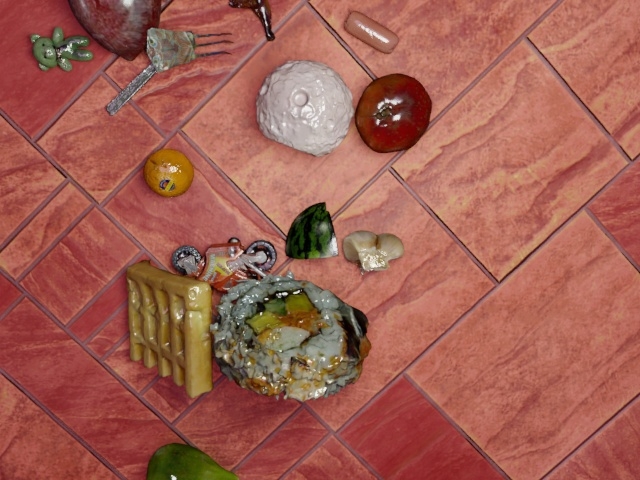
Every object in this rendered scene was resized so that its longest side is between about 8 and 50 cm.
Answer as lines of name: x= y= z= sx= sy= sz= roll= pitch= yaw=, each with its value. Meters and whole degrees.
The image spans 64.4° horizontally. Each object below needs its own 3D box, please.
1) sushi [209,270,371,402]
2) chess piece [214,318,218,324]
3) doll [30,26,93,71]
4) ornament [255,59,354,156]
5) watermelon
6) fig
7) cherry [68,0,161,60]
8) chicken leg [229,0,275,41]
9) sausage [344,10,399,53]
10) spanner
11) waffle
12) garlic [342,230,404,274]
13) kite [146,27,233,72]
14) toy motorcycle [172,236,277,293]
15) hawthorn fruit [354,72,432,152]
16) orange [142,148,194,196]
sushi: x=-0.082 y=0.243 z=1.289 sx=0.418 sy=0.417 sz=0.175 roll=8 pitch=117 yaw=-3
chess piece: x=-0.274 y=0.257 z=1.501 sx=0.084 sy=0.038 sz=0.083 roll=-1 pitch=98 yaw=-4
doll: x=-0.698 y=-0.515 z=1.368 sx=0.150 sy=0.077 sz=0.115 roll=-13 pitch=109 yaw=-11
ornament: x=-0.037 y=-0.345 z=1.317 sx=0.259 sy=0.259 sz=0.225 roll=19 pitch=98 yaw=-4
watermelon: x=-0.015 y=-0.009 z=1.420 sx=0.137 sy=0.145 sz=0.193 roll=34 pitch=95 yaw=-10
fig: x=-0.372 y=0.701 z=1.501 sx=0.275 sy=0.206 sz=0.206 roll=4 pitch=98 yaw=-16
cherry: x=-0.520 y=-0.611 z=1.294 sx=0.230 sy=0.203 sz=0.300 roll=-10 pitch=120 yaw=-7
chicken leg: x=-0.185 y=-0.640 z=1.375 sx=0.205 sy=0.053 sz=0.093 roll=44 pitch=118 yaw=0
sausage: x=0.140 y=-0.566 z=1.387 sx=0.154 sy=0.062 sz=0.062 roll=28 pitch=96 yaw=-5
spanner: x=-0.471 y=-0.463 z=1.403 sx=0.325 sy=0.026 sz=0.093 roll=-42 pitch=98 yaw=6
waffle: x=-0.415 y=0.223 z=1.374 sx=0.348 sy=0.077 sz=0.304 roll=11 pitch=106 yaw=40
garlic: x=0.153 y=0.031 z=1.461 sx=0.175 sy=0.099 sz=0.124 roll=-2 pitch=79 yaw=-6
kite: x=-0.347 y=-0.514 z=1.362 sx=0.229 sy=0.127 sz=0.016 roll=-10 pitch=57 yaw=-17
toy motorcycle: x=-0.268 y=0.081 z=1.451 sx=0.298 sy=0.089 sz=0.171 roll=-4 pitch=99 yaw=-2
hawthorn fruit: x=0.186 y=-0.337 z=1.340 sx=0.215 sy=0.250 sz=0.215 roll=5 pitch=101 yaw=23
orange: x=-0.416 y=-0.189 z=1.395 sx=0.136 sy=0.117 sz=0.135 roll=-3 pitch=143 yaw=-2
